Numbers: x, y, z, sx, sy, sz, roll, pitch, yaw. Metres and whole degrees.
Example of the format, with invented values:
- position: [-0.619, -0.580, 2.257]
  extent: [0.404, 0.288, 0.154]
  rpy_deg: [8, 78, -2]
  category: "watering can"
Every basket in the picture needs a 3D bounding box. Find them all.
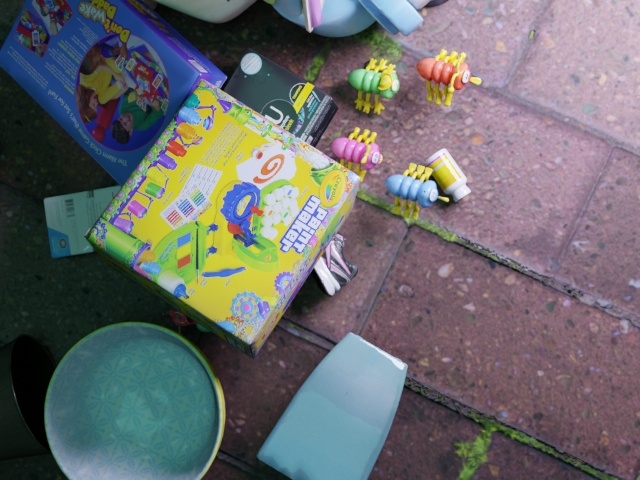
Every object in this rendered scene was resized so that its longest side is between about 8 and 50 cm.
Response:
- position: [-0.564, 0.291, 1.434]
  extent: [0.226, 0.154, 0.205]
  rpy_deg: [-21, 85, 10]
  category: "basket"

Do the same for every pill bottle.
- position: [0.208, -0.105, 1.390]
  extent: [0.043, 0.043, 0.083]
  rpy_deg: [-35, 85, 6]
  category: "pill bottle"

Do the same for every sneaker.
- position: [0.000, 0.000, 1.413]
  extent: [0.077, 0.072, 0.178]
  rpy_deg: [-28, 90, -11]
  category: "sneaker"

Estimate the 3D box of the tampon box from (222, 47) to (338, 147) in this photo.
- position: [-0.072, -0.215, 1.397]
  extent: [0.161, 0.101, 0.120]
  rpy_deg: [31, 93, 7]
  category: "tampon box"

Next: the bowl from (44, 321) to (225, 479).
- position: [-0.279, 0.270, 1.391]
  extent: [0.289, 0.156, 0.290]
  rpy_deg: [0, 89, 8]
  category: "bowl"

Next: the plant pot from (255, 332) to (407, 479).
- position: [0.036, 0.272, 1.356]
  extent: [0.165, 0.166, 0.234]
  rpy_deg: [30, 85, 6]
  category: "plant pot"

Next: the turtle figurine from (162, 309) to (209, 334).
- position: [-0.174, 0.064, 1.406]
  extent: [0.175, 0.118, 0.234]
  rpy_deg: [5, 84, 7]
  category: "turtle figurine"

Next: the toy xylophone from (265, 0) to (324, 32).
- position: [-0.118, -0.437, 1.192]
  extent: [0.322, 0.236, 0.081]
  rpy_deg: [32, 75, 22]
  category: "toy xylophone"

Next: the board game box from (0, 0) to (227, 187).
- position: [-0.347, -0.279, 1.385]
  extent: [0.347, 0.078, 0.233]
  rpy_deg: [43, 112, 15]
  category: "board game box"

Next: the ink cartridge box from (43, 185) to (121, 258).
- position: [-0.367, -0.033, 1.452]
  extent: [0.180, 0.060, 0.104]
  rpy_deg: [-8, 88, 7]
  category: "ink cartridge box"

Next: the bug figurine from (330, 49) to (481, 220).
- position: [0.127, -0.183, 1.362]
  extent: [0.216, 0.072, 0.279]
  rpy_deg: [15, 90, 24]
  category: "bug figurine"

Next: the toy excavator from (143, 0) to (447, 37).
- position: [-0.061, -0.433, 1.360]
  extent: [0.445, 0.222, 0.433]
  rpy_deg: [-42, 83, 14]
  category: "toy excavator"

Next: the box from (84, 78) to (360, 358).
- position: [-0.137, -0.026, 1.277]
  extent: [0.279, 0.177, 0.290]
  rpy_deg: [33, 76, 6]
  category: "box"
